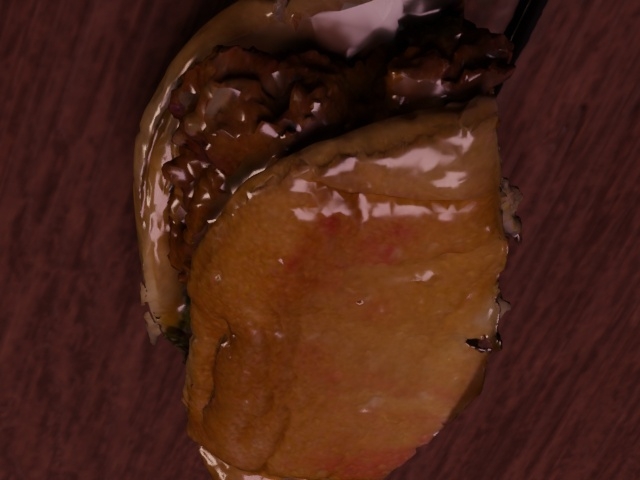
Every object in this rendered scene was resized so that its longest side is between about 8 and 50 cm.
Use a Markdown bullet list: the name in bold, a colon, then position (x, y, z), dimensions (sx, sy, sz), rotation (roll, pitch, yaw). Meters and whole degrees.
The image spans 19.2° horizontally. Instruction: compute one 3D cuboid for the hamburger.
- **hamburger**: position (0.000, 0.000, 0.901), dimensions (0.282, 0.155, 0.245), rotation (-35, 128, 23)
